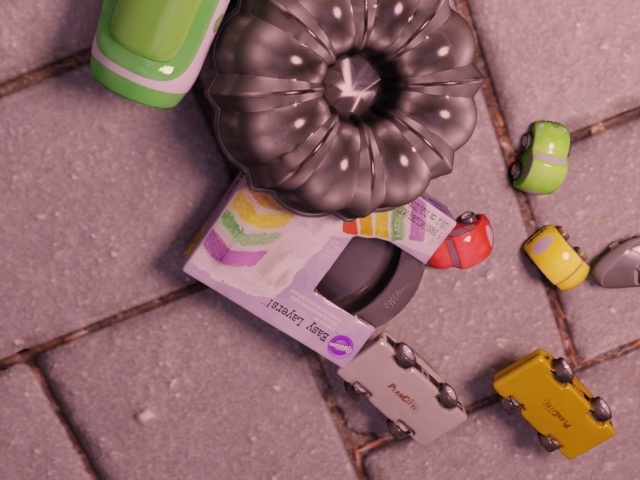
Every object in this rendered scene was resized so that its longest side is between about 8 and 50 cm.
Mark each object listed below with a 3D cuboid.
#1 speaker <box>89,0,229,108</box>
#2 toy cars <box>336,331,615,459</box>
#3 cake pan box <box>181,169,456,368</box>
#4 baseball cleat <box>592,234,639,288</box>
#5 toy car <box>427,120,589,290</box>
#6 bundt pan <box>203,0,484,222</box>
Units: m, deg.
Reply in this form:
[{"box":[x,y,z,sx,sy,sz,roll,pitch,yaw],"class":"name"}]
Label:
[{"box":[-0.154,-0.301,1.415,0.131,0.131,0.296,20,110,-17],"class":"speaker"},{"box":[0.210,0.195,1.722,0.394,0.087,0.176,6,125,-6],"class":"toy cars"},{"box":[0.000,0.000,1.596,0.267,0.070,0.245,34,104,-17],"class":"cake pan box"},{"box":[0.464,0.033,1.669,0.206,0.109,0.072,-19,130,3],"class":"baseball cleat"},{"box":[0.264,-0.042,1.636,0.239,0.053,0.225,11,113,-13],"class":"toy car"},{"box":[0.041,-0.175,1.455,0.331,0.124,0.330,-2,99,-14],"class":"bundt pan"}]
